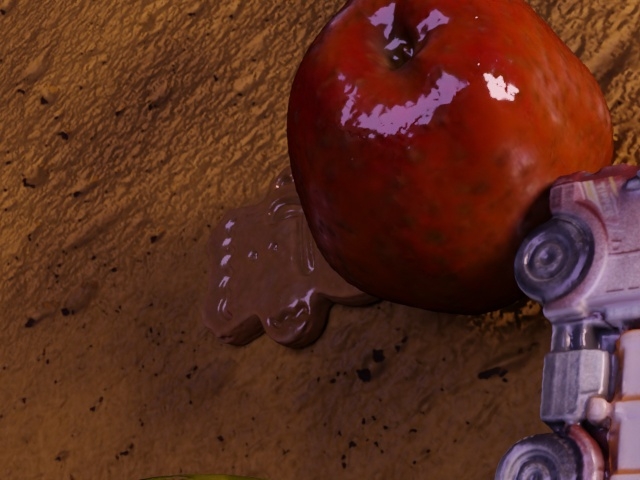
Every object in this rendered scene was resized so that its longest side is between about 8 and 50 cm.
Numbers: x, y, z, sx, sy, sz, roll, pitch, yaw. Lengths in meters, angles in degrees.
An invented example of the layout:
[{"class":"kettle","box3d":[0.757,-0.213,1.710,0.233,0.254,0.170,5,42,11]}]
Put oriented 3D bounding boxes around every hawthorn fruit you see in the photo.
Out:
[{"class":"hawthorn fruit","box3d":[0.067,-0.054,0.731,0.189,0.189,0.189,-21,52,29]}]

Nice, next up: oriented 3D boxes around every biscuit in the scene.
[{"class":"biscuit","box3d":[-0.004,0.004,0.867,0.184,0.027,0.133,-8,58,37]}]

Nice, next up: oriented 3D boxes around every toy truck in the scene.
[{"class":"toy truck","box3d":[0.158,0.095,0.612,0.135,0.114,0.270,-10,60,36]}]

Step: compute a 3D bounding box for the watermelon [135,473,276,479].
[{"class":"watermelon","box3d":[-0.053,0.238,0.580,0.285,0.285,0.285,-21,52,29]}]
